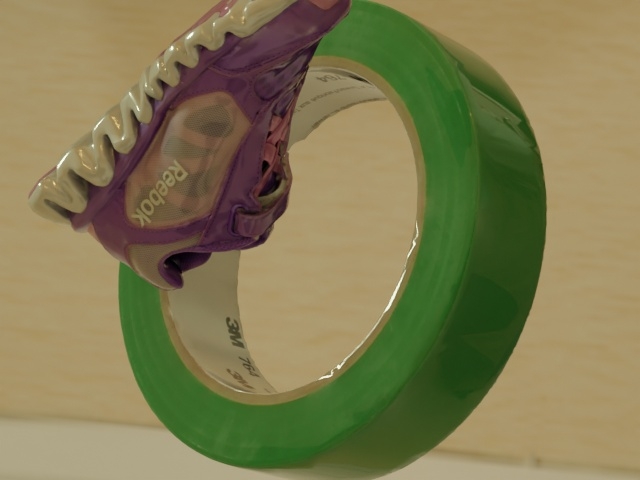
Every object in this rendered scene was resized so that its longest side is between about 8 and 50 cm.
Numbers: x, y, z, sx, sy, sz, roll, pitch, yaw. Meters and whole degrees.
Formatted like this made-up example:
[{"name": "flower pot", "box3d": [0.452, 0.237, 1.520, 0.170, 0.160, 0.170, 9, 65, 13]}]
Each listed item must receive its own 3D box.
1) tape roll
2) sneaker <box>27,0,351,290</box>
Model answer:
[{"name": "tape roll", "box3d": [0.000, 0.000, 1.220, 0.077, 0.321, 0.321, 21, -110, -45]}, {"name": "sneaker", "box3d": [-0.047, -0.051, 0.912, 0.236, 0.104, 0.095, -41, 2, 43]}]
